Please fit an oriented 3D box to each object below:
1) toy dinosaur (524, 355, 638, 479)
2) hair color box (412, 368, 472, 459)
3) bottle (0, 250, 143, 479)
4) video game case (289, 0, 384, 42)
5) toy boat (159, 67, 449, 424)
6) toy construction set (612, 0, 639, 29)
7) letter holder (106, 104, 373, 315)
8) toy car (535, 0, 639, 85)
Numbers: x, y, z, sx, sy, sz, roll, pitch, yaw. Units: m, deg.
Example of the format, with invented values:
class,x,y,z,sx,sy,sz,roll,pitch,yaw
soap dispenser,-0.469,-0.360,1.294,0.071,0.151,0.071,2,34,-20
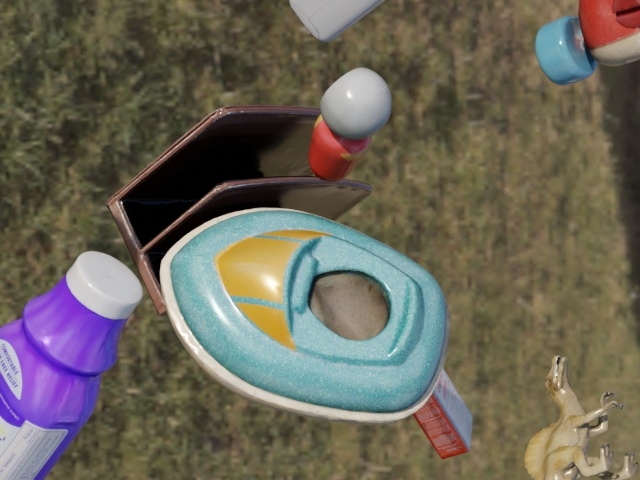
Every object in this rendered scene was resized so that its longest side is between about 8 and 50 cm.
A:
class,x,y,z,sx,sy,sz,roll,pitch,yaw
toy dinosaur,0.200,0.178,1.059,0.053,0.092,0.183,46,50,-32
hair color box,0.144,0.203,1.686,0.141,0.043,0.072,58,25,-25
bottle,-0.260,0.133,1.193,0.092,0.283,0.118,10,37,-48
video game case,0.159,-0.251,0.674,0.036,0.329,0.300,50,45,-9
toy boat,0.000,0.000,1.195,0.148,0.267,0.318,117,-14,-61
toy construction set,0.397,-0.132,1.145,0.309,0.257,0.237,-58,133,-56
letter holder,-0.051,-0.038,1.534,0.301,0.214,0.152,-2,60,-55
toy car,0.323,-0.323,1.408,0.210,0.219,0.238,-38,105,-43
